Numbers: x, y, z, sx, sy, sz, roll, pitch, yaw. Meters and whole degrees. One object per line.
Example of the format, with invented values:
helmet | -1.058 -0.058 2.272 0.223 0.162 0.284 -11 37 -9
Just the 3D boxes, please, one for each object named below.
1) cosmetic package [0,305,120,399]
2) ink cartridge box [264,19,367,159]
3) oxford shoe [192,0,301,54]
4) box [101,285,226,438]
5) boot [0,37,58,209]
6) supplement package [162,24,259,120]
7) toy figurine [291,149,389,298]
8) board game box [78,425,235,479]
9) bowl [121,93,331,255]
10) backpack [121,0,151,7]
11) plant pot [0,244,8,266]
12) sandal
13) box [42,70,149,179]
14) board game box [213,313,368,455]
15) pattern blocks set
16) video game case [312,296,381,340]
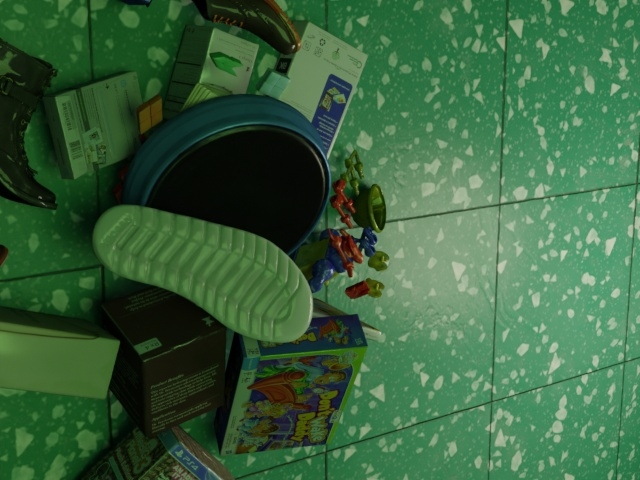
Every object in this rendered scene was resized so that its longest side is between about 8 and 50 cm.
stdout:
cosmetic package | -0.516 0.179 1.720 0.310 0.160 0.113 13 93 -38
ink cartridge box | -0.037 -0.247 2.022 0.165 0.065 0.332 24 85 -37
oxford shoe | -0.157 -0.410 1.836 0.271 0.097 0.098 38 69 -4
box | -0.281 0.209 1.850 0.169 0.167 0.203 -20 134 -30
boot | -0.496 -0.193 1.696 0.263 0.091 0.229 39 69 -42
supplement package | -0.201 -0.289 1.867 0.105 0.105 0.179 13 94 -39
toy figurine | 0.000 0.000 2.065 0.191 0.217 0.362 54 26 -25
board game box | -0.320 0.502 1.913 0.291 0.141 0.232 -43 123 -6
bowl | -0.161 -0.079 1.859 0.391 0.077 0.391 -16 134 -17
backpack | -0.325 -0.456 1.733 0.101 0.120 0.098 29 86 -27
plant pot | -0.657 -0.012 1.526 0.272 0.272 0.265 -40 113 -22
sandal | -0.198 0.046 1.789 0.416 0.102 0.169 28 78 -19
box | -0.380 -0.201 1.767 0.186 0.038 0.145 -31 119 -46
board game box | -0.065 0.281 1.962 0.233 0.078 0.347 -3 140 -17
pattern blocks set | -0.201 -0.181 1.819 0.285 0.026 0.324 6 125 -35
video game case | -0.023 0.135 2.018 0.206 0.227 0.026 18 93 -37
